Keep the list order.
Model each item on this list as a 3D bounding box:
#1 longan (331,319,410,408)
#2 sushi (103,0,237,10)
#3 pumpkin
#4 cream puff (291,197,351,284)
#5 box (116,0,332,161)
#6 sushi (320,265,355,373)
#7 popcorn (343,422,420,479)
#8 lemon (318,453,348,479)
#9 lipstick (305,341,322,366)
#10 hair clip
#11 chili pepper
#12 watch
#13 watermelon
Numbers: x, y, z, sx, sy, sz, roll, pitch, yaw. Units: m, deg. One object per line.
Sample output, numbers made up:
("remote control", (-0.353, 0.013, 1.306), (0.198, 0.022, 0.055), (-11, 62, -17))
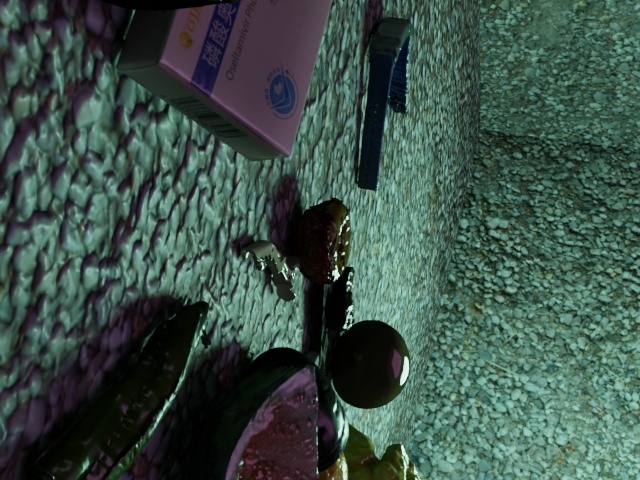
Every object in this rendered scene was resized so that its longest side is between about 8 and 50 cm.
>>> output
("longan", (0.105, 0.260, 1.843), (0.189, 0.189, 0.189), (9, 90, -75))
("sushi", (-0.096, -0.293, 0.701), (0.200, 0.203, 0.213), (-68, 166, -52))
("pumpkin", (-0.037, 0.251, 1.306), (0.150, 0.194, 0.194), (-45, 147, -29))
("cream puff", (0.000, 0.000, 1.451), (0.149, 0.084, 0.149), (6, 90, -78))
("box", (-0.072, -0.280, 0.917), (0.200, 0.065, 0.344), (33, 65, -46))
("sushi", (0.044, 0.124, 1.700), (0.220, 0.047, 0.231), (-64, 159, -65))
("popcorn", (0.083, 0.503, 1.647), (0.237, 0.292, 0.293), (-138, -129, -66))
("lemon", (-0.020, 0.411, 1.513), (0.142, 0.142, 0.187), (73, 29, -58))
("lipstick", (-0.011, 0.216, 1.652), (0.107, 0.025, 0.025), (-54, 150, -68))
("hair clip", (-0.071, 0.028, 1.305), (0.226, 0.034, 0.072), (55, 43, -67))
("chili pepper", (-0.183, 0.157, 0.925), (0.085, 0.076, 0.359), (67, 26, -16))
("watch", (0.124, -0.289, 1.787), (0.275, 0.068, 0.276), (89, 17, -48))
("watermelon", (-0.081, 0.292, 1.152), (0.224, 0.180, 0.305), (-82, 173, -67))
